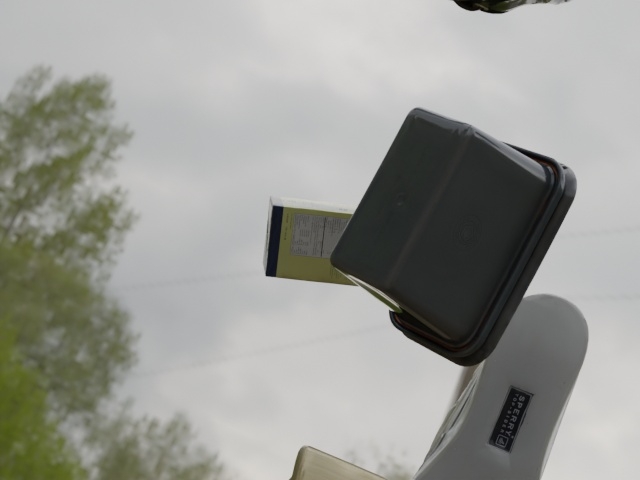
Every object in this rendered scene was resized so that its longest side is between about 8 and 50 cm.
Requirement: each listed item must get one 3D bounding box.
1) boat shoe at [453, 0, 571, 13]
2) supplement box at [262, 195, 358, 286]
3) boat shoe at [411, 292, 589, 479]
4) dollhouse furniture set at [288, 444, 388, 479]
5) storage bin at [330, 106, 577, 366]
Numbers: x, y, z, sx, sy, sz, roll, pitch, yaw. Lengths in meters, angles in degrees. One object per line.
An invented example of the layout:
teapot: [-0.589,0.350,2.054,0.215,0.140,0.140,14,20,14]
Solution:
boat shoe: [0.055,-0.087,0.443,0.049,0.142,0.040,44,-60,17]
supplement box: [0.000,0.000,1.154,0.083,0.056,0.083,6,6,-4]
boat shoe: [0.127,0.167,1.146,0.096,0.268,0.088,21,-12,11]
dollhouse furniture set: [0.063,0.164,0.497,0.182,0.161,0.101,24,-42,-11]
storage bin: [0.068,-0.012,0.870,0.091,0.135,0.098,32,-4,-42]
